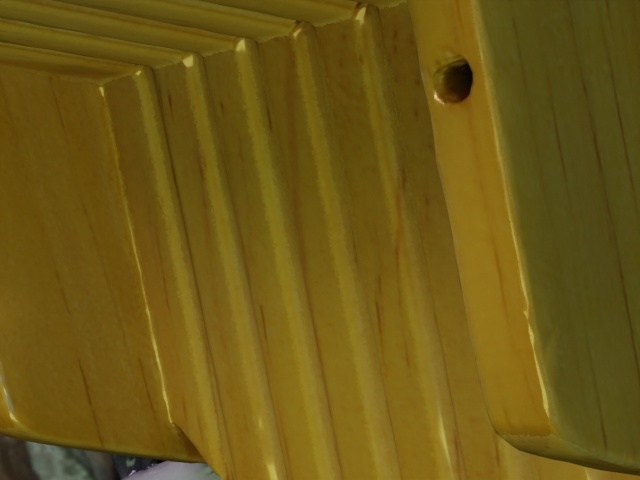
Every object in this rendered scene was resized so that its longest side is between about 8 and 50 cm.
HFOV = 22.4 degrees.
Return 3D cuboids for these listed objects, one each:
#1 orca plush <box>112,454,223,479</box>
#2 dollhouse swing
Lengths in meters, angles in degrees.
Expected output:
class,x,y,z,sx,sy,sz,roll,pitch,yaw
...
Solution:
class,x,y,z,sx,sy,sz,roll,pitch,yaw
orca plush,-0.050,0.163,1.041,0.287,0.102,0.151,-53,57,23
dollhouse swing,-0.086,-0.007,0.574,0.346,0.305,0.315,-5,97,48
